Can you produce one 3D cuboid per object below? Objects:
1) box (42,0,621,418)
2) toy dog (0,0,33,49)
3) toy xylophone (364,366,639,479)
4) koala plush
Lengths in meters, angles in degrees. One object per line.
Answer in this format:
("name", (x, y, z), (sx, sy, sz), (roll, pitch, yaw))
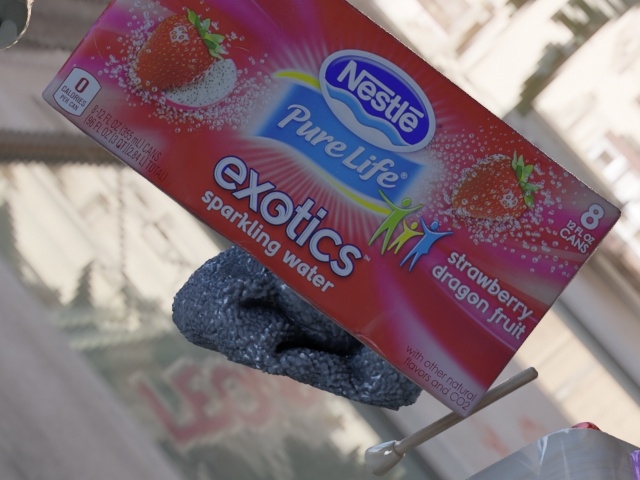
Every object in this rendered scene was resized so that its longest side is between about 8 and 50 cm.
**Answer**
("box", (0.004, -0.041, 0.931), (0.128, 0.257, 0.122), (-52, 2, 0))
("toy dog", (-0.305, -0.330, 1.599), (0.284, 0.395, 0.408), (83, -157, -63))
("toy xylophone", (0.135, 0.242, 1.547), (0.323, 0.081, 0.236), (-27, 41, 33))
("koala plush", (0.000, 0.000, 1.538), (0.196, 0.203, 0.221), (-150, 77, -77))
